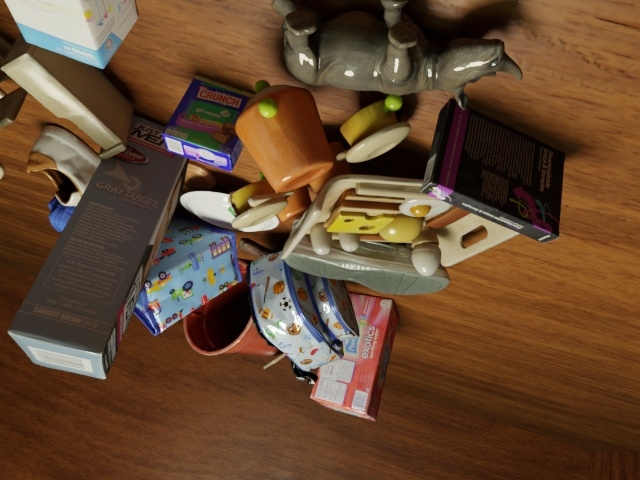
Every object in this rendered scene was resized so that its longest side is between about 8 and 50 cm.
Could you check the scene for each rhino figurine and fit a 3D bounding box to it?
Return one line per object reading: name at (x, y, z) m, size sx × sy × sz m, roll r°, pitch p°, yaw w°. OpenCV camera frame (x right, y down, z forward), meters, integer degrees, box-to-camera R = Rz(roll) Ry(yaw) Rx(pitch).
rhino figurine at (0.070, -0.181, 0.411) m, size 0.243 × 0.073 × 0.106 m, roll 13°, pitch 169°, yaw 7°

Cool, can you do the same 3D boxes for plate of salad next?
plate of salad at (-0.181, -0.065, 0.866) m, size 0.200 × 0.048 × 0.200 m, roll 9°, pitch 164°, yaw 3°

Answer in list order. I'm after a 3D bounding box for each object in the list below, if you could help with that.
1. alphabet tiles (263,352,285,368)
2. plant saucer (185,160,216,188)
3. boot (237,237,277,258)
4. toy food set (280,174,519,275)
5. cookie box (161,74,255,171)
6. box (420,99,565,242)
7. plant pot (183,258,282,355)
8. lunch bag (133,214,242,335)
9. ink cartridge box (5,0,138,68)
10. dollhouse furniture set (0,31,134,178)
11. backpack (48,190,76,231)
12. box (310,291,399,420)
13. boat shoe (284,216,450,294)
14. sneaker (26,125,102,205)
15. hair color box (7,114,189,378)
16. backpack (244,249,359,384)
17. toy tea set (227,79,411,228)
alphabet tiles at (-0.049, 0.320, 1.373) m, size 0.011 × 0.285 × 0.342 m, roll 56°, pitch 157°, yaw 10°
plant saucer at (-0.242, -0.123, 0.823) m, size 0.084 × 0.013 × 0.083 m, roll 15°, pitch 157°, yaw 7°
boot at (-0.144, 0.027, 1.055) m, size 0.114 × 0.037 × 0.106 m, roll 34°, pitch 150°, yaw -22°
toy food set at (0.109, -0.005, 0.645) m, size 0.306 × 0.092 × 0.220 m, roll 2°, pitch 162°, yaw -15°
cookie box at (-0.142, -0.157, 0.568) m, size 0.092 × 0.107 × 0.040 m, roll 18°, pitch 154°, yaw -1°
box at (0.202, -0.078, 0.490) m, size 0.162 × 0.116 × 0.029 m, roll 21°, pitch 157°, yaw -7°
plant pot at (-0.212, 0.223, 1.275) m, size 0.272 × 0.272 × 0.265 m, roll 1°, pitch 159°, yaw 34°
lunch bag at (-0.354, 0.031, 0.932) m, size 0.293 × 0.221 × 0.138 m, roll 27°, pitch 134°, yaw 33°
ink cartridge box at (-0.256, -0.268, 0.426) m, size 0.090 × 0.092 × 0.143 m, roll 20°, pitch 156°, yaw -5°
dollhouse furniture set at (-0.426, -0.173, 0.613) m, size 0.242 × 0.212 × 0.161 m, roll -20°, pitch 142°, yaw 14°
backpack at (-0.608, -0.072, 1.054) m, size 0.101 × 0.120 × 0.098 m, roll 16°, pitch 157°, yaw 4°
box at (0.101, 0.308, 1.156) m, size 0.154 × 0.300 × 0.142 m, roll 7°, pitch 153°, yaw 22°
boat shoe at (0.092, 0.029, 0.832) m, size 0.321 × 0.103 × 0.118 m, roll 10°, pitch 154°, yaw 7°
sneaker at (-0.474, -0.100, 0.902) m, size 0.106 × 0.123 × 0.290 m, roll -2°, pitch 150°, yaw 34°
hair color box at (-0.322, 0.006, 0.678) m, size 0.114 × 0.374 × 0.185 m, roll 19°, pitch 148°, yaw -16°
backpack at (-0.044, 0.141, 0.957) m, size 0.213 × 0.276 × 0.263 m, roll -32°, pitch 141°, yaw 13°
toy tea set at (-0.045, -0.116, 0.586) m, size 0.336 × 0.200 × 0.124 m, roll -31°, pitch 83°, yaw 58°
